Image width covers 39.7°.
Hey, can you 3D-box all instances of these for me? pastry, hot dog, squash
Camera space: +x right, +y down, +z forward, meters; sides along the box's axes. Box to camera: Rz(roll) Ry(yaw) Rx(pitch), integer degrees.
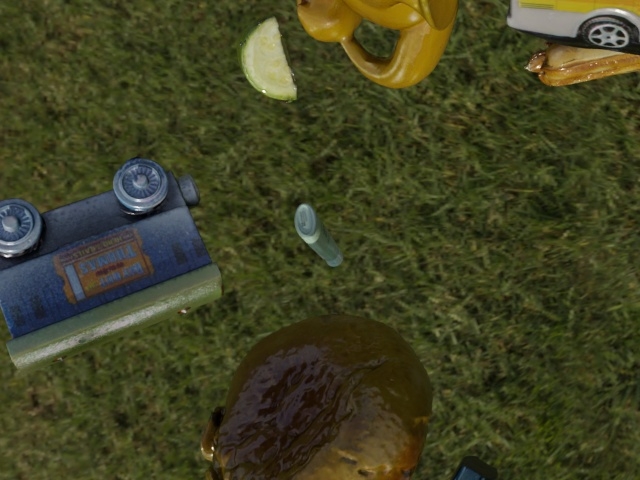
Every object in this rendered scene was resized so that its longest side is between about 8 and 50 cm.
[{"bbox_3d":[-0.008,0.250,1.199,0.356,0.164,0.356,-31,32,23],"label":"pastry"},{"bbox_3d":[0.418,-0.278,1.282,0.249,0.102,0.076,-11,88,0],"label":"hot dog"},{"bbox_3d":[-0.126,-0.414,1.916,0.111,0.288,0.203,-16,120,2],"label":"squash"}]

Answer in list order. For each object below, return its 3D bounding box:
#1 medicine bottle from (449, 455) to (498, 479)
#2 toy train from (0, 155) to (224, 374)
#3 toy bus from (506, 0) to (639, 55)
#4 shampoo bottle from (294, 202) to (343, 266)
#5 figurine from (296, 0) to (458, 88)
[{"bbox_3d":[0.257,0.430,1.226,0.124,0.079,0.258,-48,69,14],"label":"medicine bottle"},{"bbox_3d":[-0.275,0.027,1.104,0.300,0.131,0.202,-21,76,-14],"label":"toy train"},{"bbox_3d":[0.175,-0.122,0.408,0.172,0.072,0.057,9,60,19],"label":"toy bus"},{"bbox_3d":[0.000,0.000,1.613,0.041,0.190,0.069,-19,63,10],"label":"shampoo bottle"},{"bbox_3d":[0.006,-0.147,0.420,0.176,0.121,0.122,45,149,17],"label":"figurine"}]
